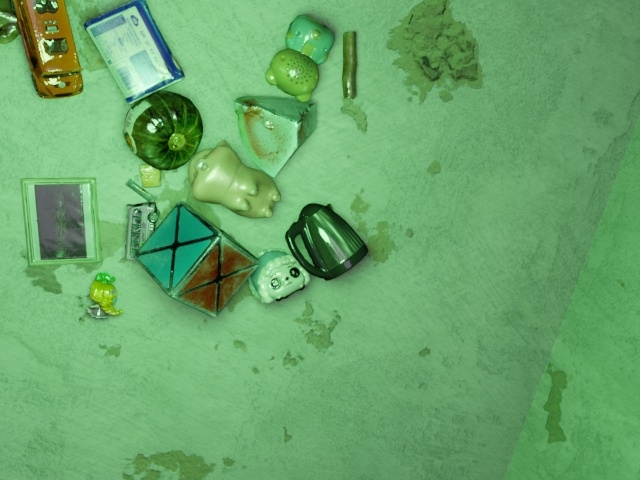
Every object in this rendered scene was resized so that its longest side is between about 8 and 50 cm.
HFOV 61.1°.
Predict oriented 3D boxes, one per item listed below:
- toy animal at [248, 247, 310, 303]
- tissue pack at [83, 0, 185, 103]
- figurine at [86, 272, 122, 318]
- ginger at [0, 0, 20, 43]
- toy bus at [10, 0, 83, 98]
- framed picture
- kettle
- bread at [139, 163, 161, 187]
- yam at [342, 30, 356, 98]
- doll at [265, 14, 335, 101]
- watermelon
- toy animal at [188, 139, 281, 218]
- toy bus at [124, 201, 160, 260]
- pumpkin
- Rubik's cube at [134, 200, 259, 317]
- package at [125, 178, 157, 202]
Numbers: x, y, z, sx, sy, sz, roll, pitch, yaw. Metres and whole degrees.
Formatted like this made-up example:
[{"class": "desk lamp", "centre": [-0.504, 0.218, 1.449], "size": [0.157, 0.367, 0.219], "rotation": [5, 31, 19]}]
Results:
[{"class": "toy animal", "centre": [-0.157, 0.117, 1.956], "size": [0.208, 0.204, 0.156], "rotation": [-25, 110, -20]}, {"class": "tissue pack", "centre": [-0.587, -0.597, 1.725], "size": [0.209, 0.137, 0.270], "rotation": [-31, 111, -10]}, {"class": "figurine", "centre": [-0.722, 0.188, 1.842], "size": [0.114, 0.095, 0.157], "rotation": [14, 100, -8]}, {"class": "ginger", "centre": [-0.992, -0.686, 1.607], "size": [0.332, 0.080, 0.166], "rotation": [20, 84, -28]}, {"class": "toy bus", "centre": [-0.803, -0.591, 1.611], "size": [0.142, 0.153, 0.330], "rotation": [-19, 115, -32]}, {"class": "framed picture", "centre": [-0.857, -0.061, 1.796], "size": [0.230, 0.018, 0.294], "rotation": [-3, 101, -17]}, {"class": "kettle", "centre": [0.004, -0.005, 1.993], "size": [0.250, 0.207, 0.271], "rotation": [-35, 98, -6]}, {"class": "bread", "centre": [-0.577, -0.221, 1.847], "size": [0.070, 0.035, 0.083], "rotation": [-8, 109, -16]}, {"class": "yam", "centre": [0.105, -0.639, 1.979], "size": [0.056, 0.057, 0.241], "rotation": [-4, 99, -17]}, {"class": "doll", "centre": [-0.067, -0.624, 1.868], "size": [0.177, 0.161, 0.261], "rotation": [27, 89, -22]}, {"class": "watermelon", "centre": [-0.148, -0.363, 1.859], "size": [0.319, 0.213, 0.290], "rotation": [7, 95, -32]}, {"class": "toy animal", "centre": [-0.296, -0.195, 1.852], "size": [0.326, 0.269, 0.237], "rotation": [27, 92, -52]}, {"class": "toy bus", "centre": [-0.606, -0.032, 1.841], "size": [0.108, 0.096, 0.199], "rotation": [5, 101, -14]}, {"class": "pumpkin", "centre": [-0.509, -0.363, 1.760], "size": [0.260, 0.189, 0.260], "rotation": [-30, 147, -22]}, {"class": "Rubik's cube", "centre": [-0.408, 0.063, 1.793], "size": [0.259, 0.260, 0.255], "rotation": [-53, 145, -5]}, {"class": "package", "centre": [-0.613, -0.168, 1.850], "size": [0.110, 0.015, 0.037], "rotation": [38, 118, -21]}]
